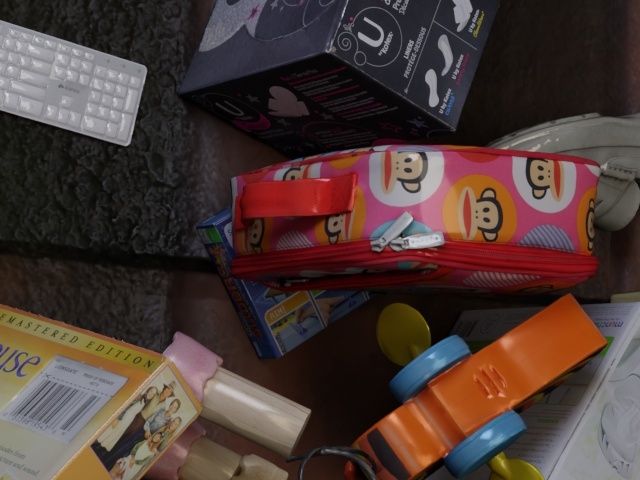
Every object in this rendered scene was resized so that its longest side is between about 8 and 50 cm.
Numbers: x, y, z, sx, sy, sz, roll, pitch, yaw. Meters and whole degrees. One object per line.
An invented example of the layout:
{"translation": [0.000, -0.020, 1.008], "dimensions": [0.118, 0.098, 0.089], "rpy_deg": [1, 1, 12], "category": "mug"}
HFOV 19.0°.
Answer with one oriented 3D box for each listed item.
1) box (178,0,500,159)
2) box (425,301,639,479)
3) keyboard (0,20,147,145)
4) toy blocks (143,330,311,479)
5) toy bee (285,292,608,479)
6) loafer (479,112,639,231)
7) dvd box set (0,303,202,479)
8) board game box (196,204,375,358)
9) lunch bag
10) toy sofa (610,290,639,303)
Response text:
{"translation": [0.016, -0.179, 1.617], "dimensions": [0.142, 0.247, 0.163], "rpy_deg": [29, 72, -29], "category": "box"}
{"translation": [0.184, 0.181, 1.691], "dimensions": [0.127, 0.262, 0.231], "rpy_deg": [42, 65, -23], "category": "box"}
{"translation": [-0.263, -0.144, 1.577], "dimensions": [0.256, 0.014, 0.072], "rpy_deg": [15, 78, -30], "category": "keyboard"}
{"translation": [-0.195, 0.240, 1.504], "dimensions": [0.260, 0.309, 0.288], "rpy_deg": [24, 57, 5], "category": "toy blocks"}
{"translation": [0.081, 0.143, 1.524], "dimensions": [0.298, 0.162, 0.195], "rpy_deg": [-6, 66, -23], "category": "toy bee"}
{"translation": [0.270, -0.064, 1.851], "dimensions": [0.319, 0.112, 0.111], "rpy_deg": [-8, 83, -33], "category": "loafer"}
{"translation": [-0.320, 0.214, 1.345], "dimensions": [0.420, 0.308, 0.062], "rpy_deg": [-47, 126, -27], "category": "dvd box set"}
{"translation": [0.000, 0.000, 1.720], "dimensions": [0.201, 0.035, 0.136], "rpy_deg": [-31, 103, -30], "category": "board game box"}
{"translation": [0.058, -0.018, 1.562], "dimensions": [0.258, 0.293, 0.120], "rpy_deg": [5, 84, -32], "category": "lunch bag"}
{"translation": [0.483, 0.105, 1.951], "dimensions": [0.363, 0.150, 0.177], "rpy_deg": [-11, 91, -33], "category": "toy sofa"}
